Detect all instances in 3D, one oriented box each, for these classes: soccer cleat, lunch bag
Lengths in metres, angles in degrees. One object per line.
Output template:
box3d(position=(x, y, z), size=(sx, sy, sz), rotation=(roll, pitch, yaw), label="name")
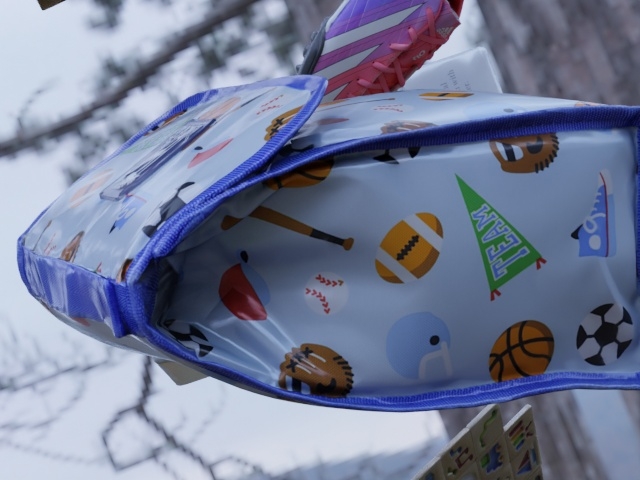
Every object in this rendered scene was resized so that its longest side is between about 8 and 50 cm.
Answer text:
box3d(position=(0.069, -0.202, 1.863), size=(0.318, 0.116, 0.108), rotation=(-63, -19, 7), label="soccer cleat")
box3d(position=(0.000, 0.000, 1.350), size=(0.385, 0.239, 0.328), rotation=(-7, 6, -21), label="lunch bag")

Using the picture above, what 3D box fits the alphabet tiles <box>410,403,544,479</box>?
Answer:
box3d(position=(0.172, 0.373, 2.425), size=(0.011, 0.285, 0.342), rotation=(25, 54, 38), label="alphabet tiles")

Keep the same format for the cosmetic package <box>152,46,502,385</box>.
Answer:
box3d(position=(0.009, -0.023, 2.118), size=(0.453, 0.230, 0.161), rotation=(-18, -16, 0), label="cosmetic package")

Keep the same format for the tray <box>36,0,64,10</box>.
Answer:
box3d(position=(-0.162, -0.330, 1.347), size=(0.203, 0.076, 0.411), rotation=(-26, -22, -6), label="tray")
